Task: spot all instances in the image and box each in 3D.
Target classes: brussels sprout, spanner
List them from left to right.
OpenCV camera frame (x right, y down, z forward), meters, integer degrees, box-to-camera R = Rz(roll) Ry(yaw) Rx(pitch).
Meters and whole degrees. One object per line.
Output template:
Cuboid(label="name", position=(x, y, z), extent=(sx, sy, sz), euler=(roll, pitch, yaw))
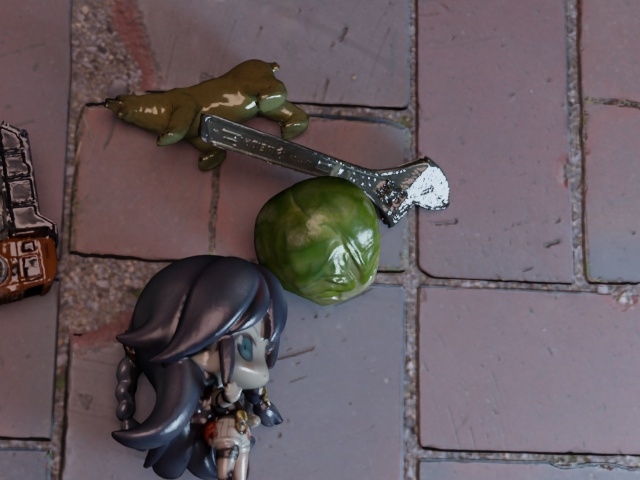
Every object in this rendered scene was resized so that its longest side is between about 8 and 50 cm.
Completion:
Cuboid(label="brussels sprout", position=(-0.001, 0.002, 1.603), extent=(0.155, 0.117, 0.155), euler=(-1, 113, -3))
Cuboid(label="spanner", position=(0.010, -0.085, 1.636), extent=(0.325, 0.026, 0.093), euler=(17, 100, -25))

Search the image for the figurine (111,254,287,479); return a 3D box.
Cuboid(label="figurine", position=(-0.126, 0.146, 1.537), extent=(0.197, 0.175, 0.265), euler=(21, 67, 0))

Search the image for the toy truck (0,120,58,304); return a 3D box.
Cuboid(label="toy truck", position=(-0.341, -0.028, 1.580), extent=(0.092, 0.083, 0.192), euler=(-8, 78, -17))

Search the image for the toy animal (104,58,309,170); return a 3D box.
Cuboid(label="toy animal", position=(-0.128, -0.151, 1.650), extent=(0.218, 0.103, 0.101), euler=(-23, 63, -12))
